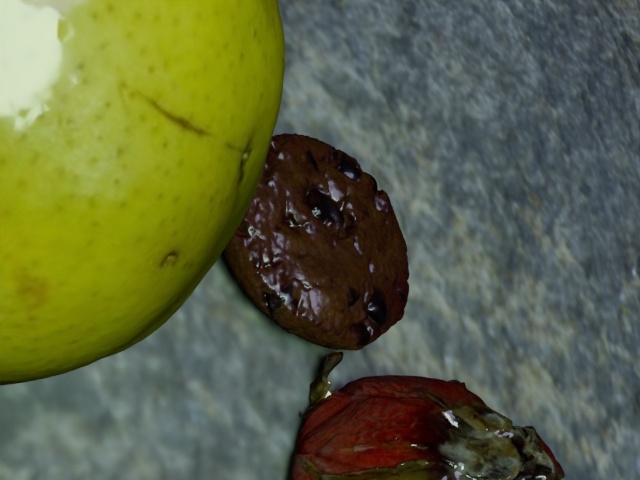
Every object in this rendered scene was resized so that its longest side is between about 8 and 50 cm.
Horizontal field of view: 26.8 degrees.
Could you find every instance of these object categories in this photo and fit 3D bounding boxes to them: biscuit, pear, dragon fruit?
[{"bbox_3d":[0.000,0.000,1.066,0.192,0.049,0.192,21,56,-35],"label":"biscuit"},{"bbox_3d":[-0.193,-0.102,0.731,0.418,0.362,0.362,47,38,-51],"label":"pear"},{"bbox_3d":[0.100,0.186,0.987,0.218,0.148,0.223,25,53,-30],"label":"dragon fruit"}]
